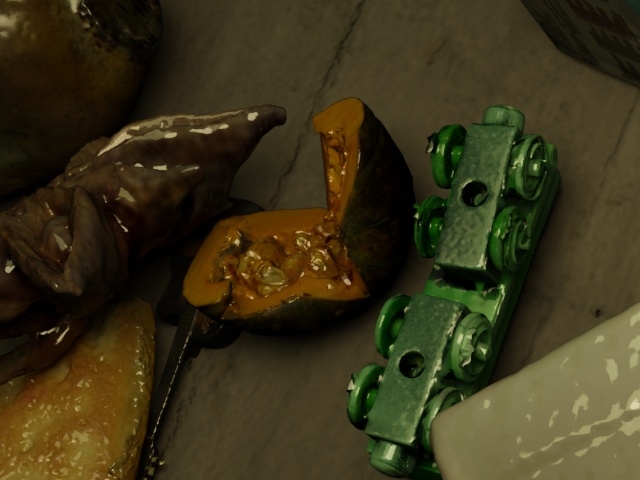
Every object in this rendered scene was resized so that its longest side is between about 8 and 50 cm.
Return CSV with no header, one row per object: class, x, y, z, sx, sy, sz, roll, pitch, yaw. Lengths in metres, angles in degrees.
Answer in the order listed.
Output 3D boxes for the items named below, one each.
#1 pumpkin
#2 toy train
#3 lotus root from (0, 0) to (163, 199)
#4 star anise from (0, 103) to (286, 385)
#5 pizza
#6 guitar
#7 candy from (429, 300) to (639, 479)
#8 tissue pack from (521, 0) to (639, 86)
pumpkin,0.000,0.000,1.183,0.183,0.107,0.119,-43,28,18
toy train,0.094,0.039,1.100,0.085,0.119,0.251,14,74,28
lotus root,-0.293,-0.148,1.358,0.346,0.250,0.250,-15,60,25
star anise,-0.180,0.008,1.221,0.349,0.109,0.292,-44,7,-40
pizza,-0.194,0.137,1.257,0.188,0.080,0.204,7,62,31
guitar,-0.096,0.076,1.257,0.088,0.025,0.233,6,72,35
candy,0.258,0.119,0.944,0.359,0.145,0.208,-33,56,15
tissue pack,0.201,-0.205,1.082,0.159,0.229,0.145,31,84,39
